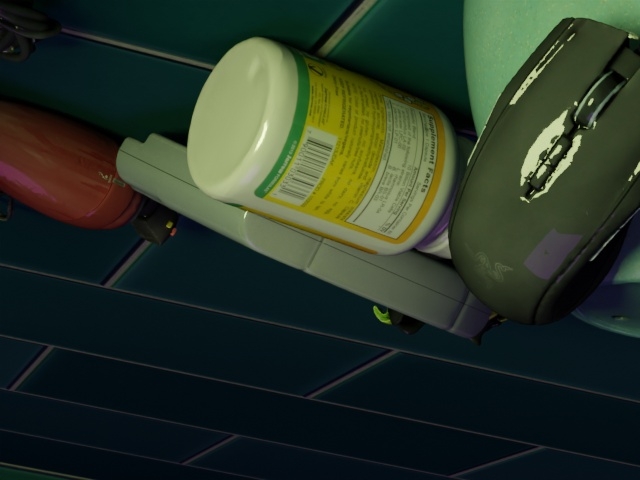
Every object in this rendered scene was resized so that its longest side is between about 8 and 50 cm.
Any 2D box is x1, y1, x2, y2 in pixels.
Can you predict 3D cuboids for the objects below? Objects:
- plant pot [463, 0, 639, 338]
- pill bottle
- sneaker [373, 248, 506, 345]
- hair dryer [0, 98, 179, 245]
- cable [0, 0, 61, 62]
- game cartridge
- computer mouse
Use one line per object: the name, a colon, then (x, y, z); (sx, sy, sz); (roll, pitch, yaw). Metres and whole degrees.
plant pot: (0.218, -0.050, 1.061); (0.290, 0.195, 0.290); (8, 163, 2)
pill bottle: (0.022, -0.056, 1.262); (0.208, 0.118, 0.117); (19, 160, -30)
sneaker: (0.156, 0.046, 1.562); (0.234, 0.097, 0.084); (-4, 160, 33)
hair dryer: (-0.248, -0.048, 1.477); (0.223, 0.080, 0.293); (6, 162, 9)
cable: (-0.261, -0.164, 1.186); (0.184, 0.047, 0.150); (11, 158, 0)
game cartridge: (0.000, 0.000, 1.437); (0.297, 0.062, 0.198); (24, -175, -44)
computer mouse: (0.110, -0.080, 0.944); (0.060, 0.184, 0.262); (-29, 158, -53)
